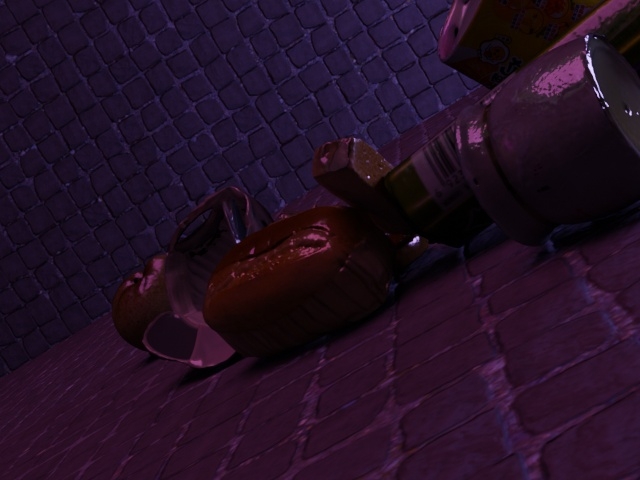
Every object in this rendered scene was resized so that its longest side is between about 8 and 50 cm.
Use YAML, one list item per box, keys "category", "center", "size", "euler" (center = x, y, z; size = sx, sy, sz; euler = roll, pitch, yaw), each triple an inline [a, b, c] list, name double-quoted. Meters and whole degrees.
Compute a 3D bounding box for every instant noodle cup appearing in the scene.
- category: "instant noodle cup"
  center: [0.298, -0.311, 1.443]
  size: [0.264, 0.200, 0.264]
  euler: [-158, 90, -81]

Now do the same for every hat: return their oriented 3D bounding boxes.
- category: "hat"
  center: [-0.118, 0.057, 1.352]
  size: [0.232, 0.161, 0.275]
  euler: [-61, 19, 19]

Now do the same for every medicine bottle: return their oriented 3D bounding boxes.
- category: "medicine bottle"
  center: [0.207, -0.083, 0.879]
  size: [0.143, 0.147, 0.147]
  euler: [-32, 5, 34]

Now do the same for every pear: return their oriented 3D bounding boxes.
- category: "pear"
  center: [-0.272, 0.109, 1.720]
  size: [0.167, 0.136, 0.167]
  euler: [-35, 22, 17]

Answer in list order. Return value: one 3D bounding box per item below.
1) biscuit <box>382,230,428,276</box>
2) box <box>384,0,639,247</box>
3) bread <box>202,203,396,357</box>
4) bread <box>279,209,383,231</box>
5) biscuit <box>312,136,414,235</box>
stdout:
- category: "biscuit"
  center: [0.039, 0.038, 1.240]
  size: [0.180, 0.039, 0.236]
  euler: [-34, 7, -30]
- category: "box"
  center: [0.227, -0.128, 1.022]
  size: [0.345, 0.097, 0.134]
  euler: [-39, -28, 24]
- category: "bread"
  center: [-0.030, 0.040, 1.115]
  size: [0.236, 0.106, 0.140]
  euler: [-24, 32, 40]
- category: "bread"
  center: [0.006, 0.014, 1.395]
  size: [0.154, 0.054, 0.136]
  euler: [3, -38, -17]
- category: "biscuit"
  center: [0.056, -0.054, 1.100]
  size: [0.056, 0.052, 0.188]
  euler: [-7, -23, 29]
